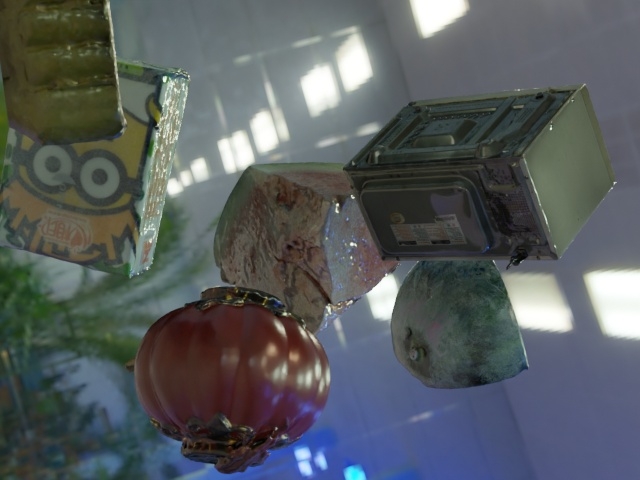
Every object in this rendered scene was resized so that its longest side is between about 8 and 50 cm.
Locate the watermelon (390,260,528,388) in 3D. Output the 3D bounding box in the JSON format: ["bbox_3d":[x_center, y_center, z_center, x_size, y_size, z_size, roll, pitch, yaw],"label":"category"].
[{"bbox_3d":[0.201,0.126,2.210,0.322,0.175,0.188,10,-54,55],"label":"watermelon"}]

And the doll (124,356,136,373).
[{"bbox_3d":[-0.211,0.157,1.728,0.051,0.093,0.061,53,5,34],"label":"doll"}]

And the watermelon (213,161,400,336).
[{"bbox_3d":[0.000,0.000,1.738,0.232,0.310,0.193,-64,159,-68],"label":"watermelon"}]

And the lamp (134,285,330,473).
[{"bbox_3d":[-0.102,0.162,1.485,0.227,0.227,0.226,163,-90,-78],"label":"lamp"}]

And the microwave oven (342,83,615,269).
[{"bbox_3d":[0.174,-0.073,1.465,0.241,0.194,0.145,0,-59,41],"label":"microwave oven"}]

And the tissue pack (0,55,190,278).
[{"bbox_3d":[-0.336,-0.121,1.903,0.128,0.228,0.310,-35,137,-76],"label":"tissue pack"}]

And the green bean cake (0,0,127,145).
[{"bbox_3d":[-0.275,-0.223,1.365,0.233,0.124,0.236,-134,-142,-73],"label":"green bean cake"}]
